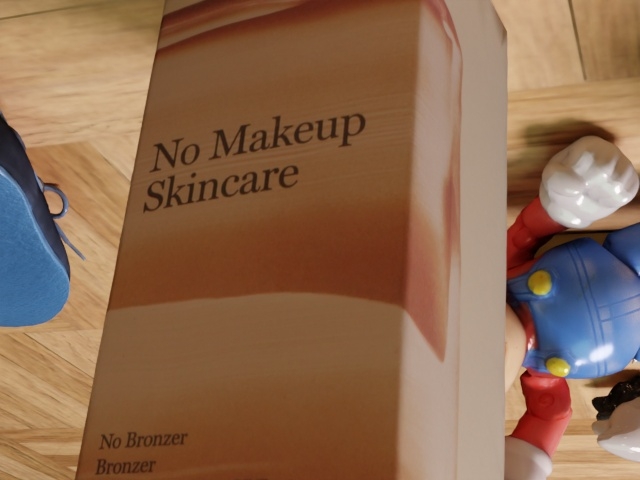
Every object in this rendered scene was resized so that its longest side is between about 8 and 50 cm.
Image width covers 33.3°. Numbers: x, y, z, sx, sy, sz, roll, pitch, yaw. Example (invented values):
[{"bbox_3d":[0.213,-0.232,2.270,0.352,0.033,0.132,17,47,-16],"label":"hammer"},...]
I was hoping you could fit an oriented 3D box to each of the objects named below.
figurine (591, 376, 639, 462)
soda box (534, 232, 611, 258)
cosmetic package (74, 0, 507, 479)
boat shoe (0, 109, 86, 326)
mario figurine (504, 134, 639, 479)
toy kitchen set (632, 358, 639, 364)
[{"bbox_3d":[0.354,0.173,0.982,0.210,0.092,0.215,4,-179,15],"label":"figurine"},{"bbox_3d":[0.214,0.031,0.807,0.181,0.058,0.061,-3,153,14],"label":"soda box"},{"bbox_3d":[0.000,0.000,0.508,0.153,0.296,0.129,-10,150,25],"label":"cosmetic package"},{"bbox_3d":[-0.220,-0.020,0.754,0.109,0.089,0.258,-2,151,-15],"label":"boat shoe"},{"bbox_3d":[0.150,0.062,0.693,0.321,0.198,0.170,-15,148,8],"label":"mario figurine"},{"bbox_3d":[0.296,0.081,0.928,0.068,0.075,0.083,3,115,-2],"label":"toy kitchen set"}]
